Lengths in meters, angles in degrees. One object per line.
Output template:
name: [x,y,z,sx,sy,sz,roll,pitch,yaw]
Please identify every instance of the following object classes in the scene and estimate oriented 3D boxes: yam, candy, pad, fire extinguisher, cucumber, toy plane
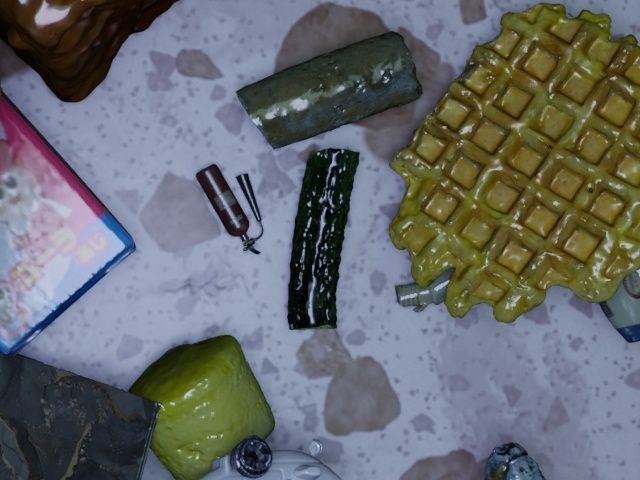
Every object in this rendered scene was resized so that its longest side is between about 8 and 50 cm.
yam: [0.010,-0.146,1.105,0.179,0.078,0.078,-22,94,-8]
candy: [-0.329,-0.058,1.041,0.157,0.100,0.306,-42,97,-5]
pad: [-0.299,0.291,1.033,0.247,0.007,0.367,14,88,20]
fire extinguisher: [-0.082,-0.034,1.118,0.046,0.032,0.100,-35,96,-42]
cucumber: [0.000,0.000,1.115,0.058,0.058,0.187,8,91,-9]
toy plane: [-0.106,0.232,0.986,0.273,0.182,0.107,-1,72,-12]

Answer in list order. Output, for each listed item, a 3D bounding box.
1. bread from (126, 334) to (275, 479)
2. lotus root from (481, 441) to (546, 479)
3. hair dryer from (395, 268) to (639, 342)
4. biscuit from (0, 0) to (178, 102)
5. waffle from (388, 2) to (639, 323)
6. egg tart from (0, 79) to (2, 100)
bread: [-0.118,0.162,1.059,0.129,0.111,0.114,-25,105,27]
lotus root: [0.205,0.359,1.106,0.158,0.140,0.322,-14,87,-26]
hair dryer: [0.240,-0.055,1.140,0.298,0.119,0.296,8,83,4]
biscuit: [-0.147,-0.316,0.950,0.166,0.342,0.395,41,82,-4]
waffle: [0.206,-0.076,1.090,0.312,0.060,0.307,-22,71,9]
egg tart: [-0.359,-0.133,0.926,0.212,0.090,0.212,2,102,8]
